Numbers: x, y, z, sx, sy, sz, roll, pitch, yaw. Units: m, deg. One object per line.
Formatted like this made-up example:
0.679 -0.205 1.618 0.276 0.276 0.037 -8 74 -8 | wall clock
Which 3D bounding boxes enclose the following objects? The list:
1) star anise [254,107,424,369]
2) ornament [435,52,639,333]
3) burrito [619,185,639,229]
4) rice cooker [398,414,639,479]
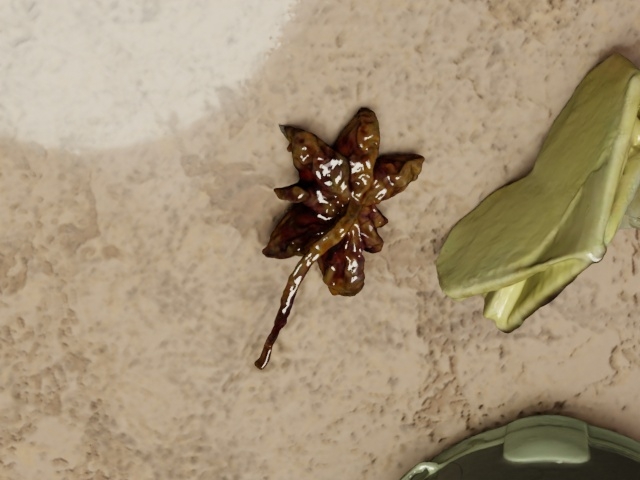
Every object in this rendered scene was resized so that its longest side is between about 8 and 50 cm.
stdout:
0.000 0.000 1.343 0.097 0.070 0.190 24 92 -29 | star anise
0.165 -0.023 1.311 0.059 0.180 0.201 34 103 -15 | ornament
0.254 -0.066 1.352 0.045 0.058 0.188 -19 159 -41 | burrito
0.162 0.289 1.380 0.288 0.277 0.288 2 110 7 | rice cooker
